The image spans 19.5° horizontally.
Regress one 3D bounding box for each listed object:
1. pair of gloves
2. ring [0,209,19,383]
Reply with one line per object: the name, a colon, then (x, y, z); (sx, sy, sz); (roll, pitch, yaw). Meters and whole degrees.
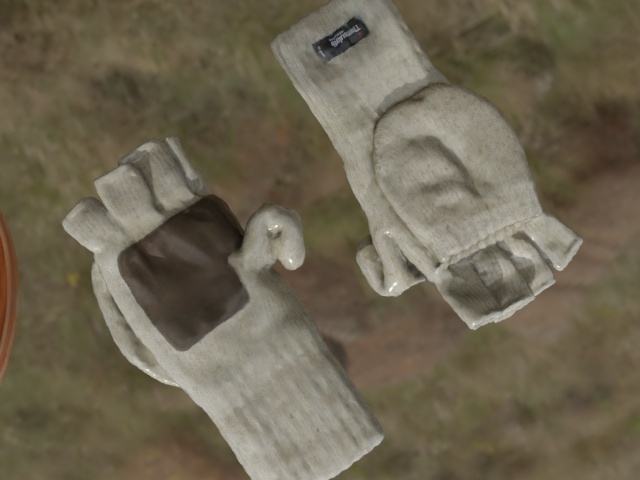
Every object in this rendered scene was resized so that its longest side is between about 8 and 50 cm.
pair of gloves: (0.000, 0.000, 0.994); (0.240, 0.204, 0.042); (-40, 173, -14)
ring: (-0.333, 0.067, 1.085); (0.336, 0.337, 0.032); (-25, 142, -2)
